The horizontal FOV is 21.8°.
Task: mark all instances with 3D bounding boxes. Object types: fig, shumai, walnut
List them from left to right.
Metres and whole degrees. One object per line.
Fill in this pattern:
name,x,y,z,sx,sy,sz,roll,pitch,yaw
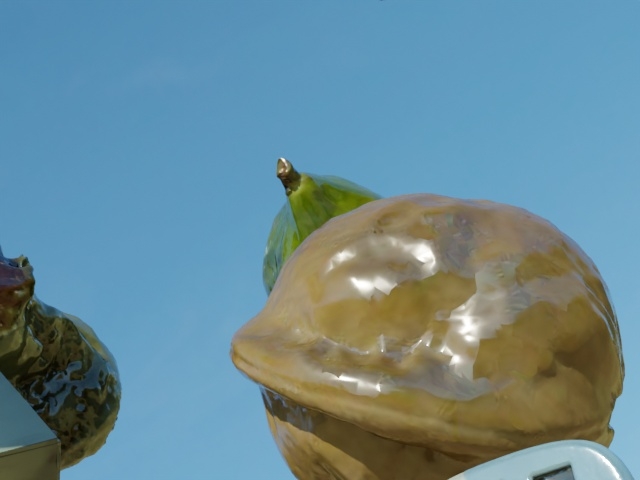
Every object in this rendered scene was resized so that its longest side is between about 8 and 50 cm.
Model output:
shumai,-0.467,0.129,2.139,0.323,0.397,0.324,82,-151,-44
fig,0.004,0.029,2.152,0.233,0.233,0.314,-38,-23,21
walnut,0.122,0.123,1.683,0.384,0.383,0.383,-22,-25,-11

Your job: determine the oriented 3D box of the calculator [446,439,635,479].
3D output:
calculator,0.179,0.267,1.389,0.303,0.188,0.042,-19,-33,14

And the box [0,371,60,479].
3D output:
box,-0.377,0.229,1.869,0.086,0.225,0.129,-12,-59,-32
